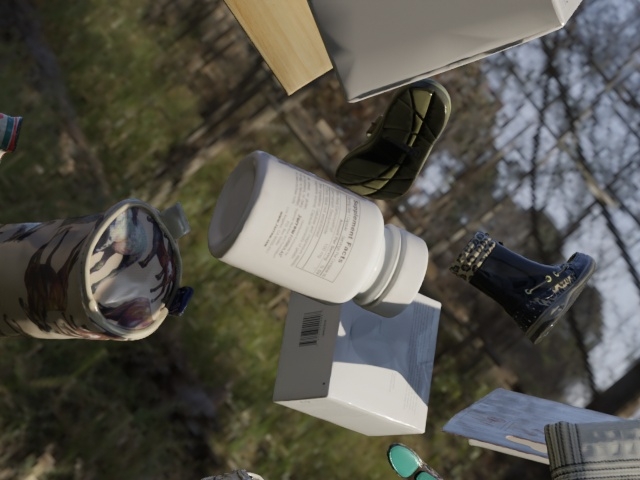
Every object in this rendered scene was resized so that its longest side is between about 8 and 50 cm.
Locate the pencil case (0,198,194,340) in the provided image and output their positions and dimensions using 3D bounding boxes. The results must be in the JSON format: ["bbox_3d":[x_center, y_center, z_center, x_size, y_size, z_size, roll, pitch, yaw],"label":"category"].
[{"bbox_3d":[-0.345,0.040,1.643,0.410,0.183,0.160,-4,-68,43],"label":"pencil case"}]

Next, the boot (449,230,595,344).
[{"bbox_3d":[0.309,0.040,1.991,0.178,0.085,0.236,38,38,8],"label":"boot"}]

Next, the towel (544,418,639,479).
[{"bbox_3d":[0.416,0.341,1.418,0.056,0.324,0.312,123,-35,-59],"label":"towel"}]

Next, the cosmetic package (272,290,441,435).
[{"bbox_3d":[0.062,0.178,2.114,0.224,0.224,0.138,25,-25,-36],"label":"cosmetic package"}]

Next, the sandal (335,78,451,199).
[{"bbox_3d":[0.129,-0.166,2.155,0.120,0.303,0.086,28,47,-11],"label":"sandal"}]

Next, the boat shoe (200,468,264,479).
[{"bbox_3d":[-0.099,0.317,1.577,0.267,0.088,0.096,86,-10,-74],"label":"boat shoe"}]

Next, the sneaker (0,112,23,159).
[{"bbox_3d":[-0.432,-0.130,1.656,0.075,0.057,0.161,16,-18,-26],"label":"sneaker"}]

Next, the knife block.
[{"bbox_3d":[-0.095,-0.338,1.581,0.276,0.088,0.242,64,13,24],"label":"knife block"}]

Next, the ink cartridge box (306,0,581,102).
[{"bbox_3d":[0.109,-0.269,1.154,0.198,0.197,0.270,68,23,-12],"label":"ink cartridge box"}]

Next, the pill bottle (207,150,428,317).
[{"bbox_3d":[0.000,0.000,1.485,0.229,0.131,0.131,24,9,-21],"label":"pill bottle"}]

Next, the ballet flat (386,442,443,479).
[{"bbox_3d":[0.129,0.318,1.828,0.114,0.041,0.041,44,1,-19],"label":"ballet flat"}]

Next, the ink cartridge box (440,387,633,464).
[{"bbox_3d":[0.375,0.334,2.068,0.308,0.091,0.385,13,8,20],"label":"ink cartridge box"}]
